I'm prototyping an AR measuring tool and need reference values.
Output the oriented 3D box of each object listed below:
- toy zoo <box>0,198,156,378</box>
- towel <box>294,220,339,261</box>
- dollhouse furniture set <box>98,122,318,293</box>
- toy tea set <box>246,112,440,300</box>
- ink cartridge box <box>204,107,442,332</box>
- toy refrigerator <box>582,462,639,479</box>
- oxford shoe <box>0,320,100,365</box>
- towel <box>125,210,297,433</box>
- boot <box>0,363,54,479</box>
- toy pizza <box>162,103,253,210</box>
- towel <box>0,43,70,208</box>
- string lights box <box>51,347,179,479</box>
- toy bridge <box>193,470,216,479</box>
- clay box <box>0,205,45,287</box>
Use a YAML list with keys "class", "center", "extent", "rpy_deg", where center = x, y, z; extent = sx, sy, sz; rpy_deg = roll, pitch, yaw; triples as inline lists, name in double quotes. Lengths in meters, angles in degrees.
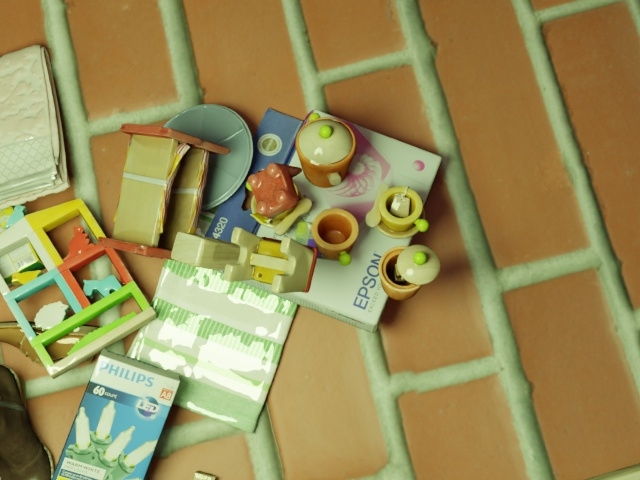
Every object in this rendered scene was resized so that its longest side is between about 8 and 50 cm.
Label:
- class: "toy zoo"
  center: [-0.431, 0.057, 1.346]
  extent: [0.192, 0.030, 0.293]
  rpy_deg: [-31, 75, -18]
- class: "towel"
  center: [0.000, 0.000, 1.300]
  extent: [0.083, 0.009, 0.060]
  rpy_deg: [9, 71, 4]
- class: "dollhouse furniture set"
  center: [-0.146, -0.049, 1.230]
  extent: [0.374, 0.152, 0.201]
  rpy_deg: [12, 89, 32]
- class: "toy tea set"
  center: [0.053, -0.058, 1.250]
  extent: [0.336, 0.124, 0.200]
  rpy_deg: [33, 68, 15]
- class: "ink cartridge box"
  center: [-0.003, -0.053, 1.362]
  extent: [0.330, 0.071, 0.324]
  rpy_deg: [21, 70, 5]
- class: "toy refrigerator"
  center: [0.492, 0.402, 1.247]
  extent: [0.269, 0.094, 0.102]
  rpy_deg: [-16, 77, -2]
- class: "oxford shoe"
  center: [-0.479, 0.171, 1.357]
  extent: [0.212, 0.076, 0.076]
  rpy_deg: [5, 86, 3]
- class: "towel"
  center: [-0.173, 0.127, 1.369]
  extent: [0.248, 0.038, 0.325]
  rpy_deg: [19, 79, 6]
- class: "boot"
  center: [-0.500, 0.310, 1.254]
  extent: [0.090, 0.207, 0.248]
  rpy_deg: [-17, 77, -1]
- class: "toy pizza"
  center: [-0.208, -0.142, 1.416]
  extent: [0.201, 0.032, 0.201]
  rpy_deg: [-5, 72, 17]
- class: "towel"
  center: [-0.619, -0.178, 1.415]
  extent: [0.332, 0.053, 0.317]
  rpy_deg: [-18, 62, -3]
- class: "string lights box"
  center: [-0.328, 0.316, 1.279]
  extent: [0.133, 0.077, 0.259]
  rpy_deg: [20, 88, -11]
- class: "toy bridge"
  center: [-0.195, 0.470, 1.297]
  extent: [0.063, 0.026, 0.188]
  rpy_deg: [14, 79, 4]
- class: "clay box"
  center: [-0.584, -0.021, 1.412]
  extent: [0.127, 0.053, 0.222]
  rpy_deg: [-29, 76, -7]
